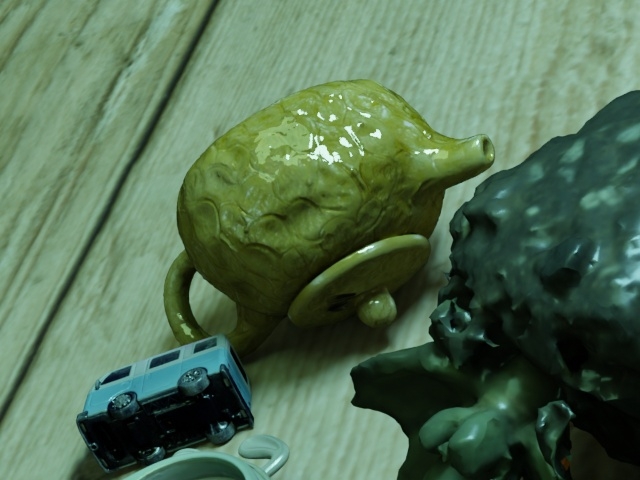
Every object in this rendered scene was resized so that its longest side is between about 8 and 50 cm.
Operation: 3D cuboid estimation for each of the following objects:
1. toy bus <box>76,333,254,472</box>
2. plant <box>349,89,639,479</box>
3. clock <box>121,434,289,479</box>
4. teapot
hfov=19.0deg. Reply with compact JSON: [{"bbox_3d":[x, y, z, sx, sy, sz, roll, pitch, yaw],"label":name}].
[{"bbox_3d":[-0.115,0.119,1.425,0.123,0.060,0.075,-19,29,12],"label":"toy bus"},{"bbox_3d":[0.166,0.060,1.143,0.312,0.213,0.215,-34,35,-11],"label":"plant"},{"bbox_3d":[-0.090,0.208,1.278,0.191,0.062,0.151,-32,32,-5],"label":"clock"},{"bbox_3d":[0.000,0.000,1.421,0.311,0.203,0.167,-38,70,27],"label":"teapot"}]
